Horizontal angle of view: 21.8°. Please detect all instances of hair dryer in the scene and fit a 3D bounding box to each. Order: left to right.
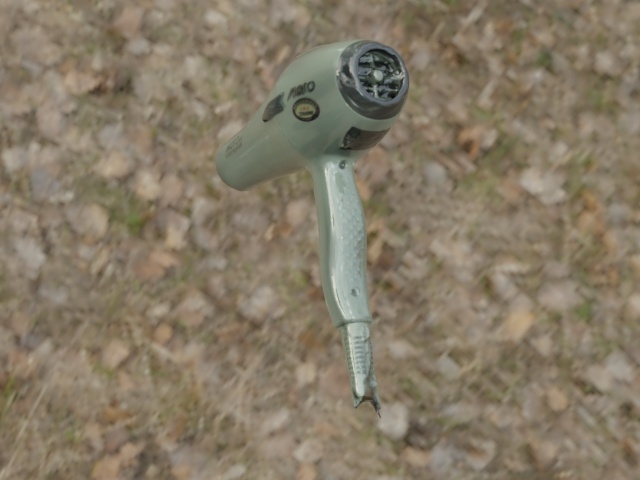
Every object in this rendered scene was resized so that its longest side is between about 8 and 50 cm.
[{"bbox_3d":[-0.017,-0.015,1.253,0.092,0.229,0.267,3,92,-29],"label":"hair dryer"}]
